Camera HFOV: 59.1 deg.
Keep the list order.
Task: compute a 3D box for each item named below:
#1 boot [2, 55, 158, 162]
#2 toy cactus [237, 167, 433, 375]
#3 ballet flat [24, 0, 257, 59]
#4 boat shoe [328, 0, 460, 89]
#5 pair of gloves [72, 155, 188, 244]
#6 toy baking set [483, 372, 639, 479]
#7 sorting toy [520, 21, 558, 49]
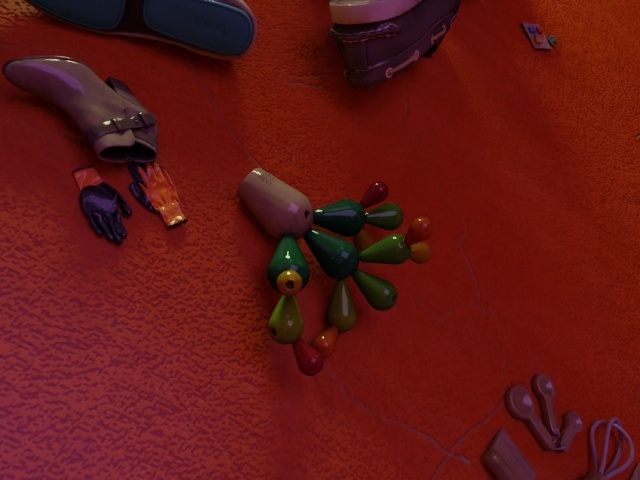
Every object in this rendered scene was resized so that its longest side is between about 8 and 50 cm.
[{"bbox_3d":[-0.192,-0.105,0.471,0.118,0.042,0.087,-2,57,-43],"label":"boot"},{"bbox_3d":[0.000,0.000,0.518,0.180,0.112,0.219,41,58,5],"label":"toy cactus"},{"bbox_3d":[-0.182,-0.239,0.545,0.248,0.086,0.086,13,58,-29],"label":"ballet flat"},{"bbox_3d":[0.111,-0.282,0.740,0.324,0.116,0.097,-45,135,-51],"label":"boat shoe"},{"bbox_3d":[-0.160,-0.037,0.479,0.083,0.010,0.074,-22,78,-39],"label":"pair of gloves"},{"bbox_3d":[0.278,0.253,0.595,0.256,0.030,0.197,34,51,-13],"label":"toy baking set"},{"bbox_3d":[0.411,-0.381,1.050,0.083,0.012,0.062,-13,72,-37],"label":"sorting toy"}]
